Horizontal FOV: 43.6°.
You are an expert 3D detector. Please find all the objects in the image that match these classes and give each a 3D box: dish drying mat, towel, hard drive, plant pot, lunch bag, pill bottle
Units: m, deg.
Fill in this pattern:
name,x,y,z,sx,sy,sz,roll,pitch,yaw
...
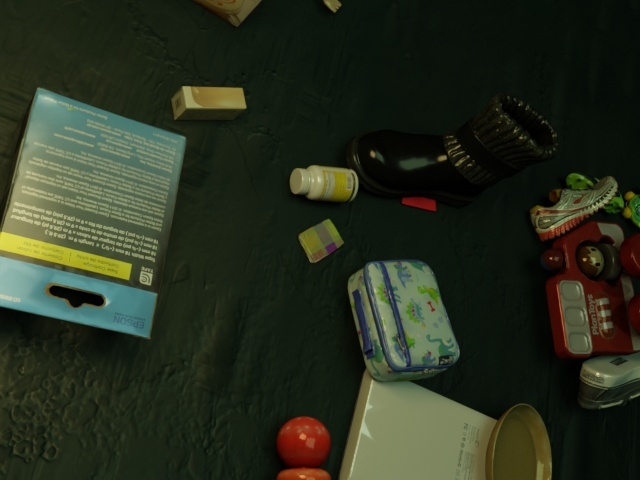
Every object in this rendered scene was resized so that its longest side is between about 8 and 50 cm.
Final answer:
name,x,y,z,sx,sy,sz,roll,pitch,yaw
dish drying mat,0.197,-0.080,1.616,0.083,0.008,0.032,11,68,-27
towel,0.000,0.000,1.472,0.083,0.009,0.060,-32,93,-35
hard drive,0.194,0.383,1.457,0.319,0.040,0.210,27,63,-22
plant pot,0.374,0.430,1.523,0.236,0.032,0.236,8,79,-48
lunch bag,0.146,0.144,1.450,0.176,0.090,0.218,4,62,-32
pill bottle,0.006,-0.105,1.472,0.116,0.065,0.065,3,74,-31

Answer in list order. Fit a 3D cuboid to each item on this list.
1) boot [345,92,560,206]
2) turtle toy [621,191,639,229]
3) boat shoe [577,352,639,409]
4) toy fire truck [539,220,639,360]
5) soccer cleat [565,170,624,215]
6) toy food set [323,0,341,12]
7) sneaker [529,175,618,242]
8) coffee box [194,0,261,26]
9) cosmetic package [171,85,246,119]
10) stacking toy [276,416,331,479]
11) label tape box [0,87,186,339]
name,x,y,z,sx,sy,sz,roll,pitch,yaw
boot,0.250,-0.182,1.522,0.348,0.260,0.131,6,67,-31
turtle toy,0.789,-0.085,1.940,0.095,0.066,0.130,34,61,-19
boat shoe,0.652,0.305,1.729,0.301,0.108,0.102,-4,110,-44
toy fire truck,0.588,0.103,1.707,0.254,0.169,0.302,4,73,-25
soccer cleat,0.637,-0.122,1.871,0.179,0.060,0.072,27,47,-24
toy food set,0.032,-0.555,1.644,0.132,0.038,0.192,41,64,-7
sneaker,0.561,-0.087,1.768,0.225,0.088,0.092,-30,85,-17
coffee box,-0.211,-0.504,1.413,0.247,0.141,0.098,28,64,-23
cosmetic package,-0.194,-0.238,1.394,0.115,0.060,0.041,-5,79,-34
stacking toy,-0.024,0.446,1.267,0.141,0.141,0.330,13,63,-28
label tape box,-0.354,-0.030,1.207,0.241,0.106,0.333,17,68,-27
